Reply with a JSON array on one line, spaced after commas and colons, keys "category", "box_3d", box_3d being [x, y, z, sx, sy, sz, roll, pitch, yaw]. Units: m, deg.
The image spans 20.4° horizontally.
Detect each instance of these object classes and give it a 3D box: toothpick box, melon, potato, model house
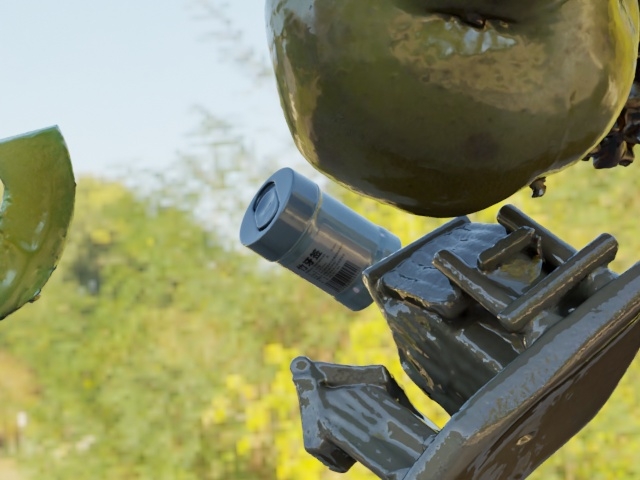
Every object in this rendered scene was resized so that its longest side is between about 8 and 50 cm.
[{"category": "toothpick box", "box_3d": [0.000, 0.000, 1.951, 0.153, 0.101, 0.101, 33, -21, -22]}, {"category": "melon", "box_3d": [-0.272, -0.005, 1.520, 0.118, 0.209, 0.064, 17, -2, -22]}, {"category": "potato", "box_3d": [0.084, -0.186, 1.045, 0.218, 0.351, 0.202, 7, 13, 12]}, {"category": "model house", "box_3d": [0.087, 0.068, 1.102, 0.229, 0.122, 0.188, -39, 47, -17]}]

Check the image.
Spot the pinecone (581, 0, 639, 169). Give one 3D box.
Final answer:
[{"category": "pinecone", "box_3d": [0.270, -0.196, 1.679, 0.224, 0.272, 0.224, 4, 23, -1]}]
